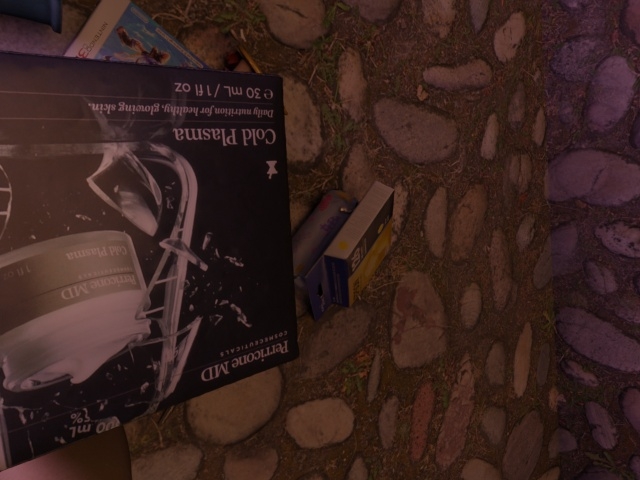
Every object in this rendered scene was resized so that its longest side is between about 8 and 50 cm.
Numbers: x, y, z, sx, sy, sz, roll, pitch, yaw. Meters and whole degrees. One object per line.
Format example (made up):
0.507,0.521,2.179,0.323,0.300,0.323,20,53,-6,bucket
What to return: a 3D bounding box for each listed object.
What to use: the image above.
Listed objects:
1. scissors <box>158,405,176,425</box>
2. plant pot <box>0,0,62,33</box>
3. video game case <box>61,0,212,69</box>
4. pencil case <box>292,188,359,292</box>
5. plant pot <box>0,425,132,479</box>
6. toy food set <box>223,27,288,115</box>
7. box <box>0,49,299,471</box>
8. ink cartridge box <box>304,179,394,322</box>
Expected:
-0.275,0.273,1.043,0.297,0.021,0.109,-43,122,-26,scissors
-0.520,-0.463,0.568,0.334,0.341,0.341,-6,99,-31,plant pot
-0.345,-0.286,0.884,0.269,0.061,0.244,34,76,-37,video game case
0.000,0.000,1.158,0.273,0.124,0.113,-53,129,-20,pencil case
-0.426,0.416,0.774,0.256,0.274,0.256,-7,101,-38,plant pot
-0.159,-0.347,1.006,0.071,0.128,0.218,-35,122,4,toy food set
-0.312,-0.007,0.707,0.480,0.297,0.471,-12,105,-38,box
0.085,0.051,1.173,0.307,0.072,0.303,-55,160,-22,ink cartridge box
